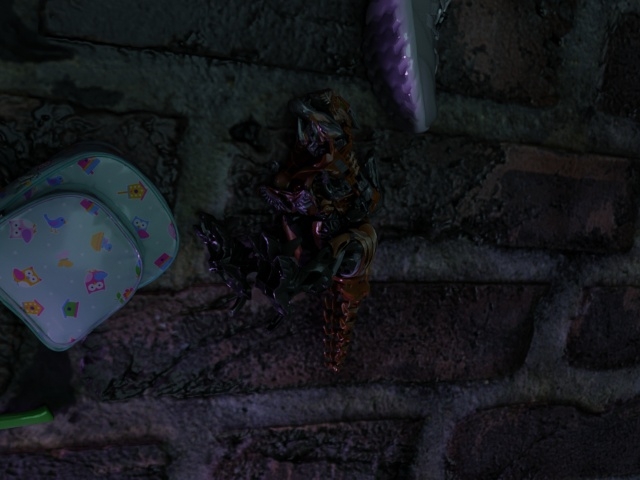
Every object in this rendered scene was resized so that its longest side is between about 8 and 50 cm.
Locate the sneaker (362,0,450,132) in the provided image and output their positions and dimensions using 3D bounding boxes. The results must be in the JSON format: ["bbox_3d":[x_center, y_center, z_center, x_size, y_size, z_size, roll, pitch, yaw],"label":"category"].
[{"bbox_3d":[0.114,-0.262,0.805,0.115,0.105,0.282,-14,110,-20],"label":"sneaker"}]

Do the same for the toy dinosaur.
[{"bbox_3d":[0.000,0.000,0.817,0.218,0.164,0.322,-22,92,-34],"label":"toy dinosaur"}]

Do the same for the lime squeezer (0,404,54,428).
[{"bbox_3d":[-0.449,0.232,0.741,0.310,0.059,0.110,-32,146,-14],"label":"lime squeezer"}]

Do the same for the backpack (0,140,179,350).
[{"bbox_3d":[-0.238,-0.002,0.707,0.188,0.144,0.166,-41,112,-12],"label":"backpack"}]
